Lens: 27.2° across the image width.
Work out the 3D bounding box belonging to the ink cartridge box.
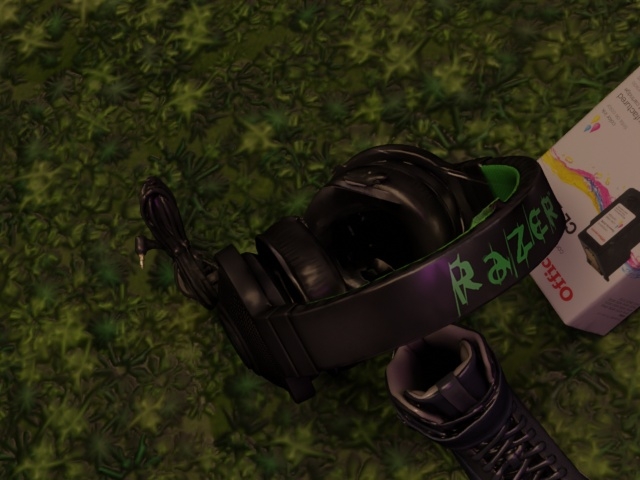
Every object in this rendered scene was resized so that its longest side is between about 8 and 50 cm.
[{"bbox_3d":[0.236,-0.028,1.037,0.175,0.072,0.127,-44,58,21],"label":"ink cartridge box"}]

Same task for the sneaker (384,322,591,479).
[{"bbox_3d":[0.133,0.155,0.978,0.086,0.163,0.226,-40,62,-2],"label":"sneaker"}]

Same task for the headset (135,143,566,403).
[{"bbox_3d":[0.000,0.000,1.025,0.243,0.185,0.394,-36,14,-36],"label":"headset"}]
